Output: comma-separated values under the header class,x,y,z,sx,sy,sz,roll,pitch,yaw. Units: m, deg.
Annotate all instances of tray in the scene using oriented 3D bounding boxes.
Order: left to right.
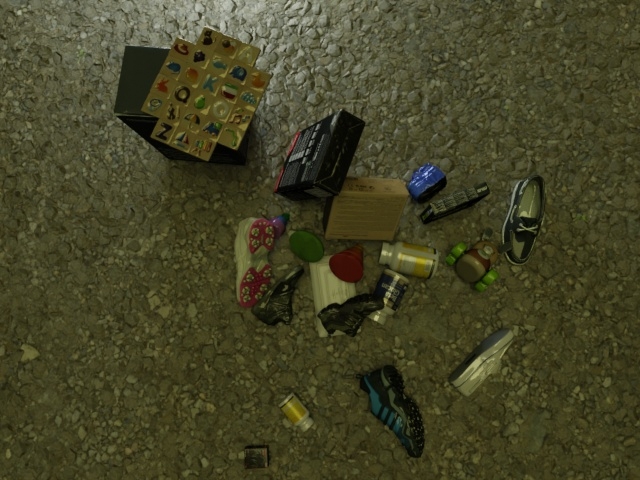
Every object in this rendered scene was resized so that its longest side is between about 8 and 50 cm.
class,x,y,z,sx,sy,sz,roll,pitch,yaw
tray,0.048,0.182,1.467,0.145,0.030,0.270,-8,82,0

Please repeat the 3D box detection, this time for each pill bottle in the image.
class,x,y,z,sx,sy,sz,roll,pitch,yaw
pill bottle,-0.076,0.552,1.404,0.065,0.065,0.116,-42,83,-4
pill bottle,0.215,0.186,1.428,0.094,0.094,0.169,27,84,5
pill bottle,0.288,0.060,1.437,0.184,0.103,0.103,13,83,4

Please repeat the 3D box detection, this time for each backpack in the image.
class,x,y,z,sx,sy,sz,roll,pitch,yaw
backpack,0.352,-0.189,1.475,0.120,0.098,0.101,-41,62,5

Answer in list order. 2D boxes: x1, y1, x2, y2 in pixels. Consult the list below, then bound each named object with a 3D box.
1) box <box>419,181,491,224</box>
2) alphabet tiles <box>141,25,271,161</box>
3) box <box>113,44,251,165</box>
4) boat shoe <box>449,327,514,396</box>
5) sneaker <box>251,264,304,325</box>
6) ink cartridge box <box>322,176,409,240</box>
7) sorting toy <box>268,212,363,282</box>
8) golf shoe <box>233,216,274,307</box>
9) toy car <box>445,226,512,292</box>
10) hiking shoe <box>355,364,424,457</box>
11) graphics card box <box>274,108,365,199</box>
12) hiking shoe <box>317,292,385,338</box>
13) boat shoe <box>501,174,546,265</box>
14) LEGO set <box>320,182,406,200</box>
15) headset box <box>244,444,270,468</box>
class,x,y,z,sx,sy,sz,roll,pitch,yaw
box,0.430,-0.117,1.415,0.190,0.184,0.045,-21,83,-2
alphabet tiles,-0.304,-0.394,1.166,0.285,0.011,0.342,23,84,4
box,-0.402,-0.403,1.375,0.293,0.395,0.212,6,83,2
boat shoe,0.531,0.391,1.400,0.258,0.095,0.084,-45,87,7
sneaker,-0.111,0.192,1.445,0.130,0.087,0.227,41,89,5
ink cartridge box,0.135,-0.098,1.378,0.234,0.193,0.088,1,43,-14
sorting toy,0.000,0.000,1.458,0.365,0.127,0.126,27,48,12
golf shoe,-0.236,0.068,1.464,0.140,0.115,0.306,21,102,47
toy car,0.534,0.043,1.422,0.188,0.149,0.155,-41,73,-15
hiking shoe,0.231,0.545,1.392,0.132,0.113,0.304,-24,88,29
graphics card box,-0.016,-0.250,1.361,0.094,0.371,0.233,23,82,-21
hiking shoe,0.108,0.244,1.392,0.227,0.086,0.114,-18,100,24
boat shoe,0.677,-0.070,1.447,0.114,0.091,0.302,7,83,3
LEGO set,0.142,-0.135,1.464,0.287,0.132,0.107,-2,91,-5
headset box,-0.201,0.697,1.406,0.083,0.032,0.062,-3,82,3
